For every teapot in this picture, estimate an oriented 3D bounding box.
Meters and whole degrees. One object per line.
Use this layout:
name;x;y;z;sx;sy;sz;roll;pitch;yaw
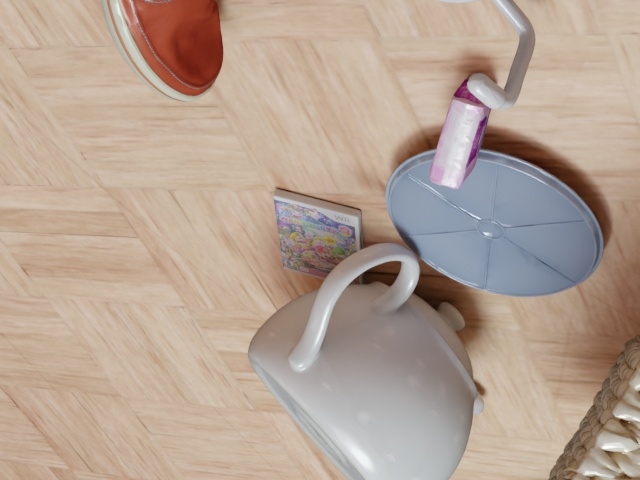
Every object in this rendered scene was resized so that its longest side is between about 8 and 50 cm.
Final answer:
teapot;0.063;0.127;1.701;0.252;0.187;0.256;49;172;-8

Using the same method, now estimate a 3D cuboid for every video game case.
video game case;0.000;0.000;1.711;0.087;0.011;0.122;15;146;15

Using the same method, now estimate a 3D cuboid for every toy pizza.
toy pizza;0.156;-0.021;1.560;0.201;0.032;0.201;16;146;11

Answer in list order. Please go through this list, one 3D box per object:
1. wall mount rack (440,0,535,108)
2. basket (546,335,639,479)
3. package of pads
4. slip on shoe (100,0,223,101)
wall mount rack;0.121;-0.236;1.183;0.350;0.130;0.304;-17;129;45
basket;0.338;0.268;1.467;0.328;0.266;0.331;30;-177;8
package of pads;0.118;-0.088;1.445;0.032;0.050;0.083;21;122;10
slip on shoe;-0.111;-0.232;1.361;0.101;0.123;0.331;10;140;15
